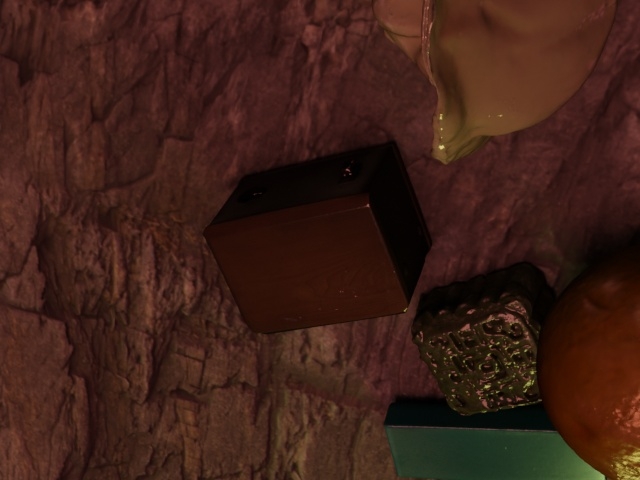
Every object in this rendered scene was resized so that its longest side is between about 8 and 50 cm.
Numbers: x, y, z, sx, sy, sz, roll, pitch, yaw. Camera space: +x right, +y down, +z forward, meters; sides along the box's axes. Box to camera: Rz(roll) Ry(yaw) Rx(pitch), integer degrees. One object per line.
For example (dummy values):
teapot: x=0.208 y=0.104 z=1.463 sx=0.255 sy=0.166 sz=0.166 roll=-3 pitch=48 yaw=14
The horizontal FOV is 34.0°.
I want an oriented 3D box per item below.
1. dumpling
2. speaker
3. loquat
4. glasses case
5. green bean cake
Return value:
dumpling: x=0.166 y=-0.251 z=1.018 sx=0.233 sy=0.315 sz=0.395 roll=12 pitch=116 yaw=17
speaker: x=0.000 y=0.000 z=1.331 sx=0.230 sy=0.153 sz=0.193 roll=-11 pitch=117 yaw=25
loquat: x=0.394 y=0.144 z=1.208 sx=0.275 sy=0.284 sz=0.276 roll=7 pitch=133 yaw=8
glasses case: x=0.248 y=0.283 z=1.481 sx=0.300 sy=0.070 sz=0.117 roll=-2 pitch=126 yaw=18
green bean cake: x=0.227 y=0.137 z=1.376 sx=0.181 sy=0.094 sz=0.173 roll=-16 pitch=115 yaw=28
